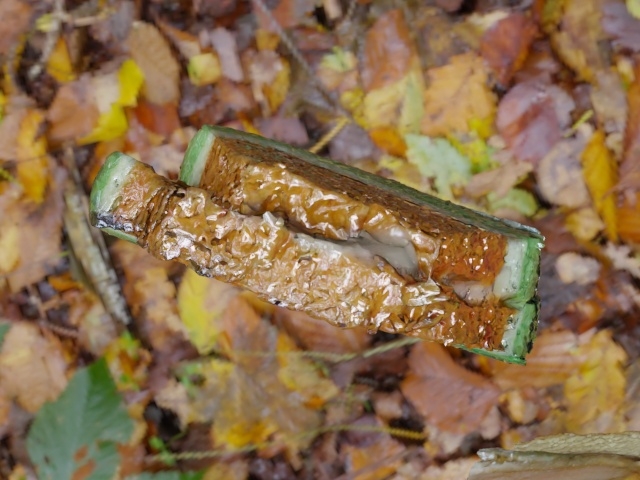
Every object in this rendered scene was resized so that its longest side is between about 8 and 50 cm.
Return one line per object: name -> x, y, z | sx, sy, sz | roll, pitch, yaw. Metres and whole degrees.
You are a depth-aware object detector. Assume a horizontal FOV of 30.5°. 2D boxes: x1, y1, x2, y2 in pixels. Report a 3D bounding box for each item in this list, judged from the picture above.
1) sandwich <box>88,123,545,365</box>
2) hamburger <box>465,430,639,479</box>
sandwich -> -0.003, -0.006, 0.590 | 0.235, 0.159, 0.079 | 17, 90, 15
hamburger -> 0.210, 0.202, 0.789 | 0.207, 0.135, 0.155 | -21, 105, 31
